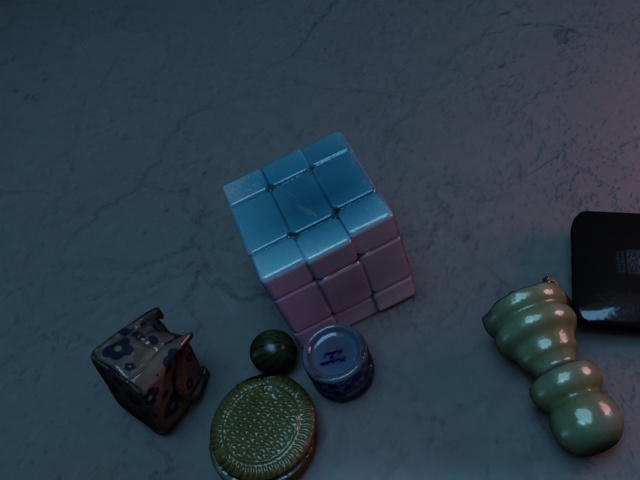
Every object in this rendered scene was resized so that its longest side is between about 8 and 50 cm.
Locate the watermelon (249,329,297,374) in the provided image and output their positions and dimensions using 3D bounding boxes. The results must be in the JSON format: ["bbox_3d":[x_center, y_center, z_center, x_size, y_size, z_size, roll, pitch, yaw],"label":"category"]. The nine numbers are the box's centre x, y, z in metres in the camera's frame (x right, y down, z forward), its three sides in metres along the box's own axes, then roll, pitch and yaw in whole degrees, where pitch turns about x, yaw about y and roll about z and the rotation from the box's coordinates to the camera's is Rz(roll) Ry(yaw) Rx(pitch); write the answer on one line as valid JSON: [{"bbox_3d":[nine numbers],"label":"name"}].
[{"bbox_3d":[-0.117,0.262,1.622,0.133,0.105,0.105,-31,39,44],"label":"watermelon"}]

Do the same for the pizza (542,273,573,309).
[{"bbox_3d":[0.518,0.125,1.532,0.029,0.100,0.099,-40,69,-5],"label":"pizza"}]

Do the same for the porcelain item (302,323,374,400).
[{"bbox_3d":[0.041,0.271,1.549,0.147,0.114,0.147,-9,51,12],"label":"porcelain item"}]

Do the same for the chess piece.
[{"bbox_3d":[0.474,0.264,1.394,0.182,0.182,0.330,-22,56,1],"label":"chess piece"}]

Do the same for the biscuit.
[{"bbox_3d":[-0.126,0.415,1.518,0.259,0.079,0.259,-9,52,12],"label":"biscuit"}]

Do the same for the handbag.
[{"bbox_3d":[-0.375,0.292,1.591,0.190,0.251,0.193,26,56,24],"label":"handbag"}]

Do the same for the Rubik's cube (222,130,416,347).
[{"bbox_3d":[0.000,0.000,1.634,0.316,0.319,0.322,-26,50,-1],"label":"Rubik's cube"}]

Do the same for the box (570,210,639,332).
[{"bbox_3d":[0.688,0.067,1.505,0.289,0.073,0.290,3,56,12],"label":"box"}]
